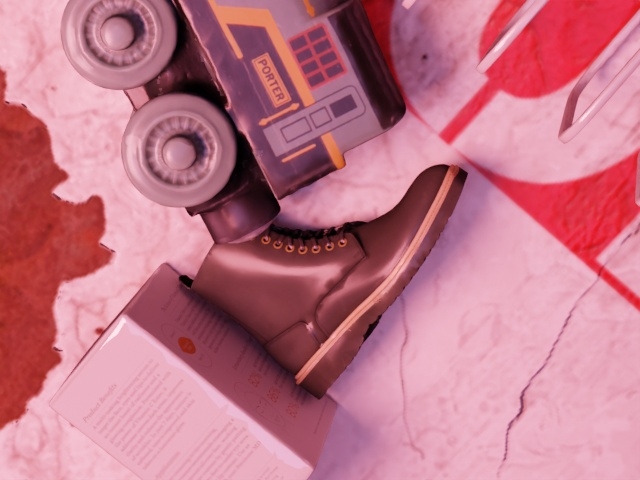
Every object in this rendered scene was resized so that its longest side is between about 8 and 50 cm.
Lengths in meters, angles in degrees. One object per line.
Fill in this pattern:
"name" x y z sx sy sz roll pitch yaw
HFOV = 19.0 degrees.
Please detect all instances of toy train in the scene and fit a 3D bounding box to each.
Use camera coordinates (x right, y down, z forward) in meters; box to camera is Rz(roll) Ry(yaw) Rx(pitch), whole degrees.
"toy train" -0.082 -0.168 1.285 0.190 0.142 0.334 -26 99 1

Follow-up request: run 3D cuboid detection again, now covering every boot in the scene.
"boot" 0.000 0.000 1.348 0.137 0.077 0.198 36 106 2

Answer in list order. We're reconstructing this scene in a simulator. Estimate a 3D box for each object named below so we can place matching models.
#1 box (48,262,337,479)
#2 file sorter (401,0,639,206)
"box" -0.087 0.117 1.359 0.170 0.130 0.091 39 107 -4
"file sorter" 0.210 -0.141 1.214 0.278 0.193 0.173 40 110 -2
